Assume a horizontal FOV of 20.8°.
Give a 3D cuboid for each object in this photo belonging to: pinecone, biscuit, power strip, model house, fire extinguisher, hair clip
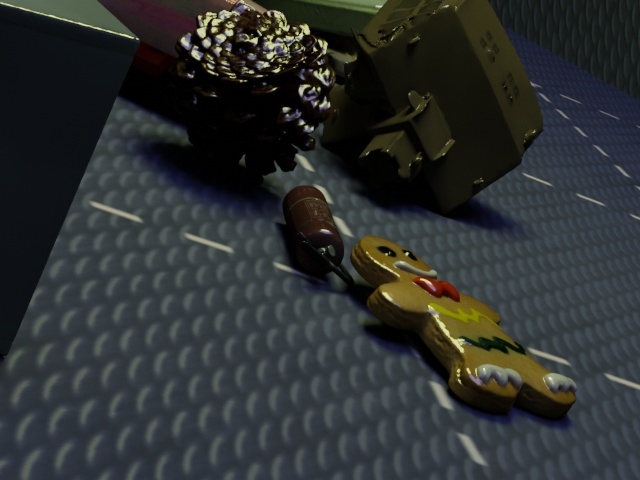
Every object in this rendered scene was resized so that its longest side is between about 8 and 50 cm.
[{"bbox_3d":[-0.066,-0.134,1.688,0.163,0.165,0.163,1,46,-1],"label":"pinecone"},{"bbox_3d":[0.112,0.066,1.493,0.158,0.035,0.240,9,29,-49],"label":"biscuit"},{"bbox_3d":[-0.004,-0.359,2.453,0.265,0.059,0.193,12,31,15],"label":"power strip"},{"bbox_3d":[0.093,-0.137,1.936,0.204,0.211,0.243,-11,28,35],"label":"model house"},{"bbox_3d":[0.000,0.000,1.563,0.078,0.045,0.157,44,9,-19],"label":"fire extinguisher"},{"bbox_3d":[0.047,-0.266,2.433,0.146,0.075,0.257,17,24,-20],"label":"hair clip"}]

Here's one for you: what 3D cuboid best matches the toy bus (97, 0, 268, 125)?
[{"bbox_3d":[-0.196,-0.235,1.832,0.302,0.147,0.127,27,10,2],"label":"toy bus"}]

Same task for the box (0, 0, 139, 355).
[{"bbox_3d":[-0.251,-0.085,1.111,0.117,0.225,0.225,12,21,-39],"label":"box"}]
